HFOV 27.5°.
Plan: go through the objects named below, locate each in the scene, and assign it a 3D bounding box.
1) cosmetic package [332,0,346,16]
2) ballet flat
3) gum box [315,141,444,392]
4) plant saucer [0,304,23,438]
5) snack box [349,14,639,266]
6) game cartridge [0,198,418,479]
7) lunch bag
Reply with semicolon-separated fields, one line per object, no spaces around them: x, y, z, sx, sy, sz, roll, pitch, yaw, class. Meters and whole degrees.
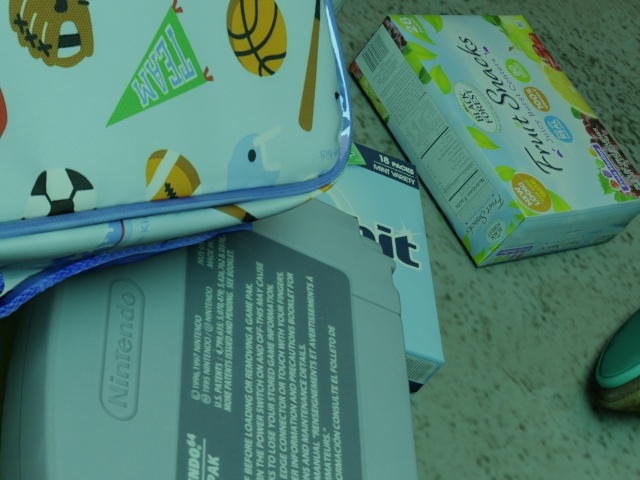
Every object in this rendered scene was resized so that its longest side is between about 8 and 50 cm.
-0.123;-0.321;0.965;0.385;0.217;0.156;49;40;10;cosmetic package
0.314;0.066;1.033;0.124;0.116;0.342;56;35;-9;ballet flat
0.000;0.000;0.887;0.157;0.041;0.184;19;43;-22;gum box
-0.142;0.100;0.629;0.241;0.037;0.241;20;62;-43;plant saucer
0.147;-0.087;1.061;0.174;0.070;0.207;-8;57;-42;snack box
-0.045;0.081;0.601;0.198;0.062;0.297;21;42;-23;game cartridge
-0.116;-0.096;0.511;0.303;0.115;0.243;-11;90;-53;lunch bag
